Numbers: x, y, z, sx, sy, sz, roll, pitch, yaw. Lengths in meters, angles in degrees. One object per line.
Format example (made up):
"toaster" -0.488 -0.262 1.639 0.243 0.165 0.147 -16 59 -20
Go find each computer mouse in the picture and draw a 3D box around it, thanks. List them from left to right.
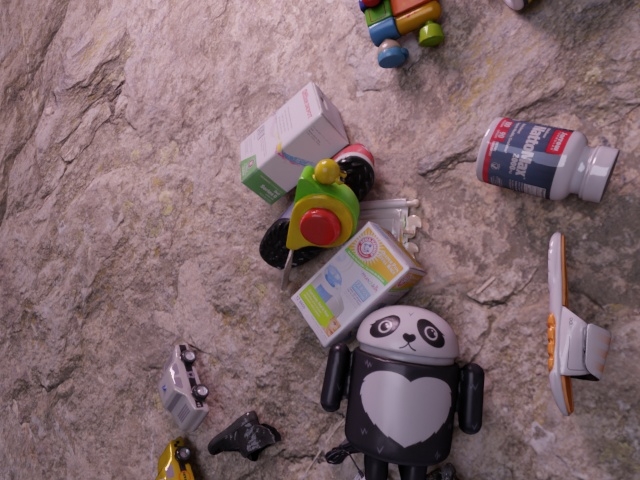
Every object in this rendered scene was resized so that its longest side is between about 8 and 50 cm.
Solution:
"computer mouse" 0.093 0.437 0.804 0.106 0.042 0.193 -42 58 13

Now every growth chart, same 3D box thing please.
"growth chart" 0.103 0.032 0.875 0.171 0.021 0.238 9 86 31

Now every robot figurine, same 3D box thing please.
"robot figurine" 0.129 0.243 0.733 0.173 0.209 0.279 1 82 56

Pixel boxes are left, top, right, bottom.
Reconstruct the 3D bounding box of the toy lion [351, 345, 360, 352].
"toy lion" 0.084 0.249 0.847 0.096 0.034 0.100 -43 63 9

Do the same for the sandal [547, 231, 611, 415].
"sandal" 0.370 0.116 0.656 0.076 0.102 0.266 -3 79 33

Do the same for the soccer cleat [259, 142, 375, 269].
"soccer cleat" -0.006 -0.063 0.921 0.108 0.116 0.318 36 120 -12

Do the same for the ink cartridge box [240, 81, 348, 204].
"ink cartridge box" -0.059 -0.198 0.935 0.212 0.093 0.154 -38 37 21

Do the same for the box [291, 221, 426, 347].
"box" 0.068 0.080 0.814 0.203 0.103 0.114 -45 64 15

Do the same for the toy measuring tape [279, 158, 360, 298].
"toy measuring tape" 0.000 0.000 0.831 0.121 0.121 0.330 42 138 29

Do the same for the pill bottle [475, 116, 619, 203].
"pill bottle" 0.346 -0.121 0.707 0.180 0.108 0.108 22 93 31

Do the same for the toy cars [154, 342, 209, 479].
"toy cars" -0.320 0.426 0.999 0.176 0.087 0.394 -10 76 46

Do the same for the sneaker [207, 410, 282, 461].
"sneaker" -0.160 0.420 0.947 0.170 0.051 0.089 -43 59 14

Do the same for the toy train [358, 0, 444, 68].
"toy train" 0.203 -0.430 0.853 0.247 0.105 0.144 -13 86 28

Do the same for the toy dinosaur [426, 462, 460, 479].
"toy dinosaur" 0.283 0.470 0.651 0.322 0.164 0.218 45 121 10

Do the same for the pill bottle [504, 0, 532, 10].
"pill bottle" 0.377 -0.479 0.750 0.184 0.103 0.103 -34 67 22
